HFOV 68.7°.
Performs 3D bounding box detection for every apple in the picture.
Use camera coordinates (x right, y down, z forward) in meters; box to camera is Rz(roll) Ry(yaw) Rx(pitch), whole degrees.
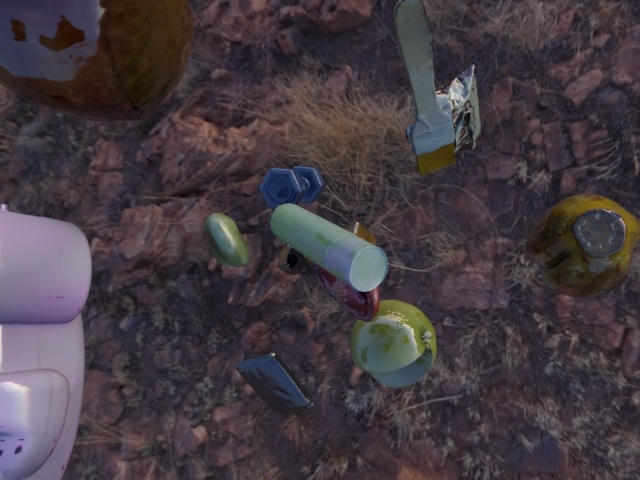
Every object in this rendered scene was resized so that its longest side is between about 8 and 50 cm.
[{"bbox_3d":[0.244,0.342,1.557,0.254,0.291,0.292,-17,77,34],"label":"apple"}]

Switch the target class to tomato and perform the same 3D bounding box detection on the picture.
[{"bbox_3d":[0.069,0.055,0.919,0.099,0.173,0.189,-33,64,-28],"label":"tomato"}]

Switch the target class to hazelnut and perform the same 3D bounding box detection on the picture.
[{"bbox_3d":[-0.427,-0.383,0.799,0.420,0.421,0.353,-6,98,21],"label":"hazelnut"}]

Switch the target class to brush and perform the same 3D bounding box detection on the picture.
[{"bbox_3d":[0.164,-0.226,0.735,0.085,0.337,0.020,-19,52,7],"label":"brush"}]

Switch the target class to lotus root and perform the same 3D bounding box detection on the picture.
[{"bbox_3d":[0.498,0.018,0.900,0.193,0.291,0.193,-2,76,10],"label":"lotus root"}]

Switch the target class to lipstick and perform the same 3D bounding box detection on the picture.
[{"bbox_3d":[0.000,0.000,0.792,0.304,0.076,0.076,29,96,57],"label":"lipstick"}]

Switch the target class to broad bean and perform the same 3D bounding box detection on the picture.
[{"bbox_3d":[-0.256,-0.001,1.287,0.100,0.228,0.169,-35,103,-16],"label":"broad bean"}]

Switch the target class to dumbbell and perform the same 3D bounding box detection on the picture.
[{"bbox_3d":[-0.094,-0.196,1.704,0.159,0.325,0.144,5,101,15],"label":"dumbbell"}]

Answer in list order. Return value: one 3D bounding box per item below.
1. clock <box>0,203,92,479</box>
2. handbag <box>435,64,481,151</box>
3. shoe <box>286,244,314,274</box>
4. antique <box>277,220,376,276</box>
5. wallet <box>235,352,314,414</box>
[{"bbox_3d":[-0.350,0.139,0.460,0.295,0.113,0.323,-4,81,31],"label":"clock"},{"bbox_3d":[0.373,-0.346,1.340,0.213,0.235,0.127,-36,40,-19],"label":"handbag"},{"bbox_3d":[-0.073,0.049,1.255,0.053,0.159,0.062,-35,49,-2],"label":"shoe"},{"bbox_3d":[0.010,0.036,1.372,0.309,0.093,0.088,-17,45,40],"label":"antique"},{"bbox_3d":[-0.142,0.448,1.461,0.168,0.052,0.245,-22,114,28],"label":"wallet"}]
